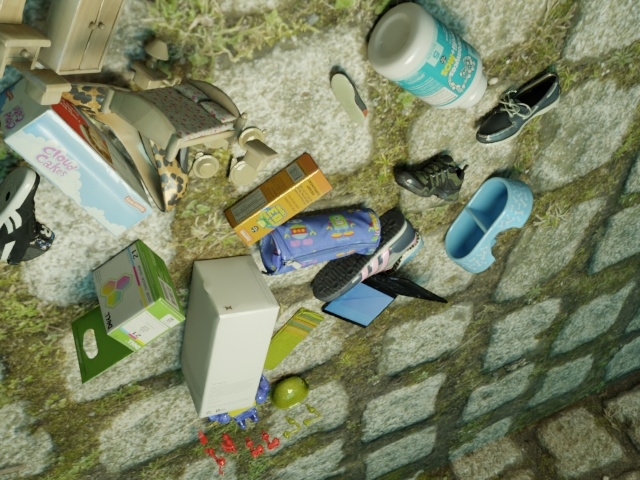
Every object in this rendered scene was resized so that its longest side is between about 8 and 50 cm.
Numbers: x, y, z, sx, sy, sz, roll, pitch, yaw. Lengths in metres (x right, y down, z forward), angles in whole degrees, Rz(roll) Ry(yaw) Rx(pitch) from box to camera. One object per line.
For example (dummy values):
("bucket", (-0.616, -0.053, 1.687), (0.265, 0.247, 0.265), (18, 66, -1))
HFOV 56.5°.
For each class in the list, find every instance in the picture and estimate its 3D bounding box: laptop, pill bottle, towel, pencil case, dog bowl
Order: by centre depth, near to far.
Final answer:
("pill bottle", (0.232, -0.362, 1.221), (0.264, 0.146, 0.146), (16, 119, -41))
("pencil case", (0.000, 0.000, 1.426), (0.306, 0.133, 0.119), (-11, 131, -25))
("dog bowl", (0.454, -0.047, 1.651), (0.074, 0.166, 0.297), (18, 118, -29))
("laptop", (0.184, 0.187, 1.705), (0.234, 0.264, 0.136), (27, 75, -47))
("towel", (-0.095, 0.290, 1.720), (0.237, 0.021, 0.102), (-47, 136, 15))

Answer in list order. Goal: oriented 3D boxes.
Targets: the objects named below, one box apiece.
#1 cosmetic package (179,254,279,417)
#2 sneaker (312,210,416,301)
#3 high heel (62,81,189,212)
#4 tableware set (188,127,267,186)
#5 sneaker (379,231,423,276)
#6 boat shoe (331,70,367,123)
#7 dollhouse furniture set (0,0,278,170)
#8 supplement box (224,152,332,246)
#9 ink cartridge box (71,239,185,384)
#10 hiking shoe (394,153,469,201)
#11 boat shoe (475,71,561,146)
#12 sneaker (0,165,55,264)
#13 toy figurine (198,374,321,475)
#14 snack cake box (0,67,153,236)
("cosmetic package", (-0.234, 0.237, 1.455), (0.155, 0.197, 0.365), (-5, 132, -29))
("sneaker", (0.127, 0.067, 1.582), (0.319, 0.112, 0.131), (-40, 135, 9))
("high heel", (-0.337, -0.159, 1.034), (0.261, 0.093, 0.186), (14, 79, -46))
("tableware set", (-0.187, -0.180, 1.225), (0.169, 0.020, 0.141), (6, 123, -34))
("sneaker", (0.230, 0.049, 1.668), (0.162, 0.063, 0.073), (-44, 144, 15))
("boat shoe", (0.064, -0.306, 1.248), (0.137, 0.049, 0.043), (52, 51, -46))
("dollhouse furniture set", (-0.240, -0.247, 0.871), (0.174, 0.355, 0.303), (-58, 172, 26))
("supplement box", (-0.094, -0.089, 1.324), (0.233, 0.080, 0.078), (-34, 136, 4))
("ink cartridge box", (-0.435, 0.150, 1.250), (0.255, 0.189, 0.097), (-34, 139, 0))
("hiking shoe", (0.279, -0.169, 1.494), (0.227, 0.086, 0.114), (5, 112, -42))
("boat shoe", (0.483, -0.321, 1.454), (0.254, 0.095, 0.079), (-31, 140, -5))
("sneaker", (-0.538, -0.043, 1.099), (0.121, 0.079, 0.217), (19, 125, -45))
("toy figurine", (-0.196, 0.474, 1.714), (0.362, 0.191, 0.217), (-24, 133, -12))
("snack cake box", (-0.413, -0.144, 1.018), (0.089, 0.152, 0.264), (-34, 138, 1))
